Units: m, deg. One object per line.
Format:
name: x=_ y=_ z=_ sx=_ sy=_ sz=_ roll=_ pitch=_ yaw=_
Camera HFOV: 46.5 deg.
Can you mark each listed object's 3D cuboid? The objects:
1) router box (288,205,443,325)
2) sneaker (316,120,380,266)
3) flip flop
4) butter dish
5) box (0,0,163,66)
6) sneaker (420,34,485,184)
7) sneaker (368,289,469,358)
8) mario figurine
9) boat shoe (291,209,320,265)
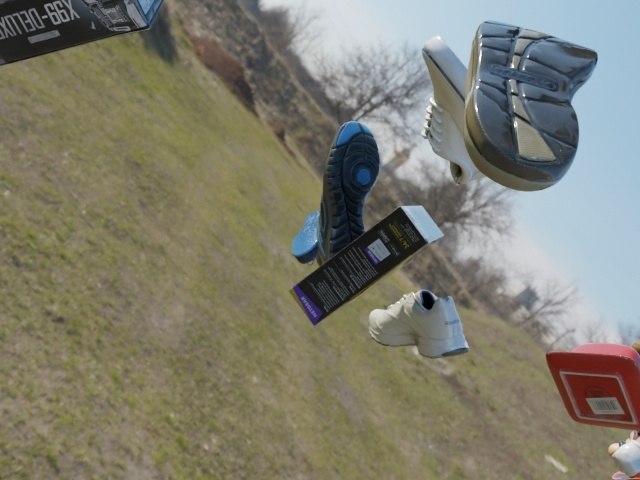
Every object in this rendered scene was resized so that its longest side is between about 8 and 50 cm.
router box: x=0.096 y=0.037 z=1.376 sx=0.081 sy=0.243 sz=0.309 roll=54 pitch=14 yaw=6
sneaker: x=0.040 y=-0.089 z=1.623 sx=0.125 sy=0.340 sz=0.140 roll=7 pitch=0 yaw=-25
flip flop: x=0.172 y=-0.114 z=0.639 sx=0.112 sy=0.080 sz=0.277 roll=18 pitch=41 yaw=6
butter dish: x=0.485 y=0.225 z=1.247 sx=0.160 sy=0.118 sz=0.159 roll=-6 pitch=-63 yaw=46
box: x=-0.301 y=-0.350 z=0.955 sx=0.307 sy=0.243 sz=0.076 roll=-83 pitch=157 yaw=-46
sneaker: x=0.178 y=-0.156 z=0.988 sx=0.258 sy=0.091 sz=0.094 roll=50 pitch=12 yaw=-45
sneaker: x=0.201 y=0.162 z=1.557 sx=0.297 sy=0.111 sz=0.129 roll=1 pitch=-82 yaw=59
mario figurine: x=0.616 y=0.351 z=1.450 sx=0.198 sy=0.320 sz=0.170 roll=4 pitch=-2 yaw=-23
boat shoe: x=0.000 y=0.000 z=1.940 sx=0.089 sy=0.109 sz=0.258 roll=66 pitch=25 yaw=-20
